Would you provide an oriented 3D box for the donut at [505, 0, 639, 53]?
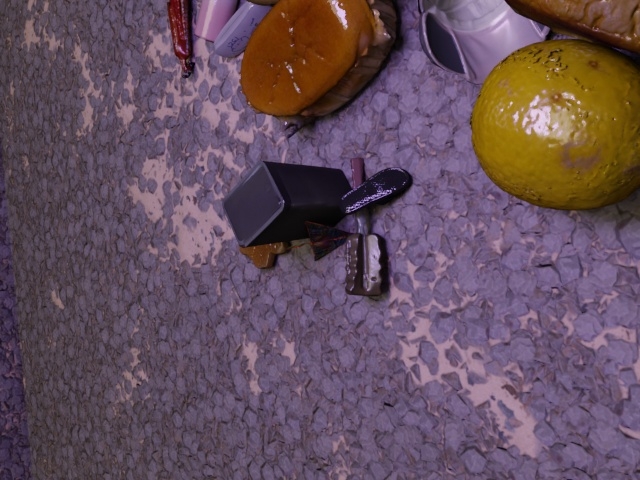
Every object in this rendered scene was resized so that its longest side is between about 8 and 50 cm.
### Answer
[{"bbox_3d":[0.402,-0.350,0.932,0.330,0.330,0.160,43,132,32],"label":"donut"}]

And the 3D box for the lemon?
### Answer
[{"bbox_3d":[0.374,-0.171,1.004,0.310,0.258,0.257,36,116,40],"label":"lemon"}]

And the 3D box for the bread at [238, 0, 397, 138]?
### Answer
[{"bbox_3d":[-0.021,-0.398,1.405,0.389,0.183,0.236,-38,70,38],"label":"bread"}]

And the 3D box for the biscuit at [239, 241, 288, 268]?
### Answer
[{"bbox_3d":[-0.125,-0.042,1.626,0.166,0.036,0.225,39,115,34],"label":"biscuit"}]

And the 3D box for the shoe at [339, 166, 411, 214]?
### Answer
[{"bbox_3d":[0.115,-0.098,1.381,0.159,0.053,0.062,-27,63,8],"label":"shoe"}]

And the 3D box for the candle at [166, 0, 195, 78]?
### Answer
[{"bbox_3d":[-0.378,-0.592,1.809,0.084,0.059,0.301,-8,87,52],"label":"candle"}]

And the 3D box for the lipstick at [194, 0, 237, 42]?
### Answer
[{"bbox_3d":[-0.234,-0.661,1.649,0.087,0.087,0.326,35,116,36],"label":"lipstick"}]

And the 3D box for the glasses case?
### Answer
[{"bbox_3d":[-0.190,-0.520,1.625,0.197,0.076,0.049,-36,67,38],"label":"glasses case"}]

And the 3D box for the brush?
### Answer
[{"bbox_3d":[0.088,-0.032,1.403,0.071,0.084,0.301,155,115,-66],"label":"brush"}]

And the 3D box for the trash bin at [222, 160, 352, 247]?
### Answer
[{"bbox_3d":[-0.058,-0.080,1.421,0.164,0.241,0.122,-42,65,38],"label":"trash bin"}]

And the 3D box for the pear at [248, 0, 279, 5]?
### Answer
[{"bbox_3d":[-0.102,-0.658,1.394,0.309,0.309,0.309,4,95,43],"label":"pear"}]

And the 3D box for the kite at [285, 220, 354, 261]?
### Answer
[{"bbox_3d":[0.000,0.000,1.463,0.190,0.159,0.010,80,178,-60],"label":"kite"}]

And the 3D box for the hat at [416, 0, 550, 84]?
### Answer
[{"bbox_3d":[0.280,-0.415,1.155,0.232,0.161,0.275,-25,100,22],"label":"hat"}]
